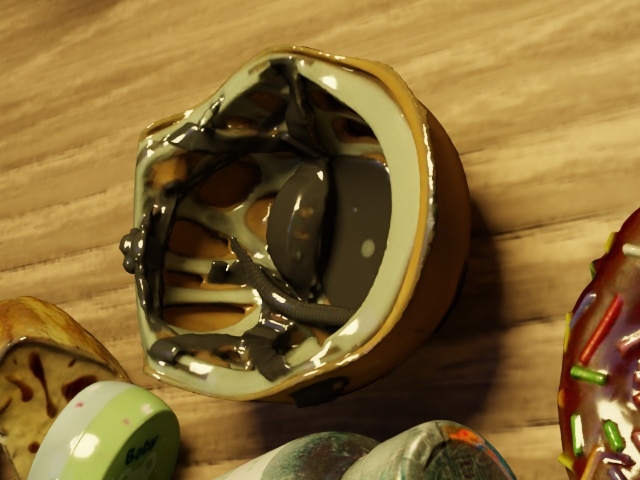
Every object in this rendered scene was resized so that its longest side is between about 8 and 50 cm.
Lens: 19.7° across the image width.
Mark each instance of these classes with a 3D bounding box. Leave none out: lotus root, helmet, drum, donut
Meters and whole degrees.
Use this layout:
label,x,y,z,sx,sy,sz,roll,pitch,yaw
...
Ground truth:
label,x,y,z,sx,sy,sz,roll,pitch,yaw
lotus root,-0.179,0.102,1.219,0.135,0.095,0.159,49,155,48
helmet,0.000,0.000,1.020,0.224,0.130,0.198,-16,71,32
drum,-0.143,0.199,1.170,0.049,0.130,0.253,23,127,19
donut,0.192,0.056,0.806,0.230,0.096,0.216,-35,52,48

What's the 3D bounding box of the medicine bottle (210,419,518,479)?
label,x,y,z,sx,sy,sz,roll,pitch,yaw
medicine bottle,-0.025,0.189,0.982,0.293,0.141,0.141,-30,58,39
